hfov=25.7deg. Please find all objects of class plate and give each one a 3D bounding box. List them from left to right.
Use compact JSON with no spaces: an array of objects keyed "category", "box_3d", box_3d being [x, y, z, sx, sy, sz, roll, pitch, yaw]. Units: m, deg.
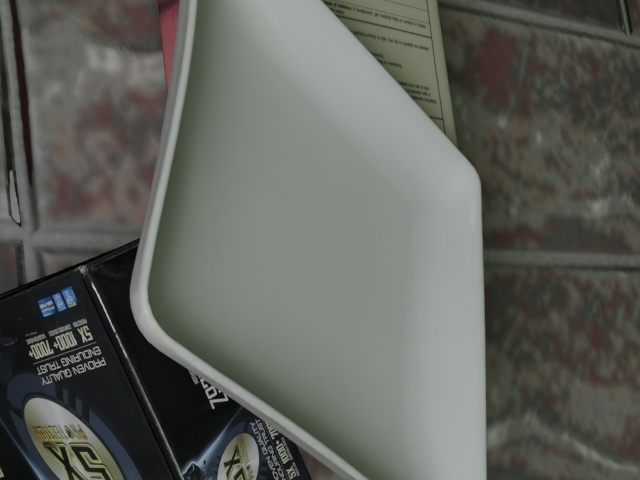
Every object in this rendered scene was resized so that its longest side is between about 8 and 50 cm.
[{"category":"plate","box_3d":[0.000,0.000,0.728,0.277,0.045,0.278,43,38,-39]}]

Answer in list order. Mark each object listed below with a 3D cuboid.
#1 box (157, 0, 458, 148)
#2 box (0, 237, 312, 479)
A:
[{"category":"box","box_3d":[-0.009,-0.100,0.921,0.149,0.127,0.232,5,73,-42]},{"category":"box","box_3d":[-0.116,0.087,0.720,0.077,0.180,0.147,-28,97,-47]}]
